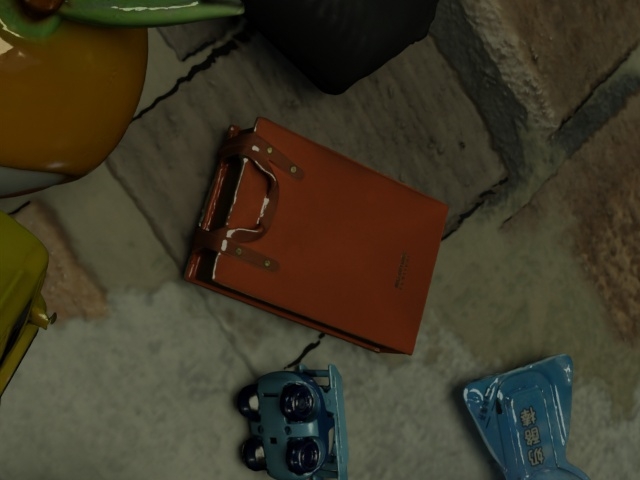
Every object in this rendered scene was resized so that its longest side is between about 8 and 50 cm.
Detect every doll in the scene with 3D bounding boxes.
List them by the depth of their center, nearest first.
[{"bbox_3d":[-0.187,-0.127,0.654,0.213,0.236,0.213,5,82,-37],"label":"doll"}]

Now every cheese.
[{"bbox_3d":[0.187,0.224,0.952,0.135,0.052,0.244,-12,93,-30],"label":"cheese"}]

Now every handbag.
[{"bbox_3d":[0.000,0.000,0.858,0.190,0.063,0.127,24,75,-29],"label":"handbag"}]

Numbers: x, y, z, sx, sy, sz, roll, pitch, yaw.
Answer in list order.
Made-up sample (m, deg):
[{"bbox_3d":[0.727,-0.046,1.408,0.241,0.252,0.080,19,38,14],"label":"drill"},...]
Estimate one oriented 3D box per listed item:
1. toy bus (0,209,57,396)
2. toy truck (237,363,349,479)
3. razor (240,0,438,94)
[{"bbox_3d":[-0.233,0.070,0.573,0.145,0.151,0.331,29,30,-10],"label":"toy bus"},{"bbox_3d":[-0.014,0.161,0.840,0.074,0.063,0.136,-4,92,-50],"label":"toy truck"},{"bbox_3d":[-0.042,-0.275,0.823,0.349,0.113,0.204,41,65,-21],"label":"razor"}]
